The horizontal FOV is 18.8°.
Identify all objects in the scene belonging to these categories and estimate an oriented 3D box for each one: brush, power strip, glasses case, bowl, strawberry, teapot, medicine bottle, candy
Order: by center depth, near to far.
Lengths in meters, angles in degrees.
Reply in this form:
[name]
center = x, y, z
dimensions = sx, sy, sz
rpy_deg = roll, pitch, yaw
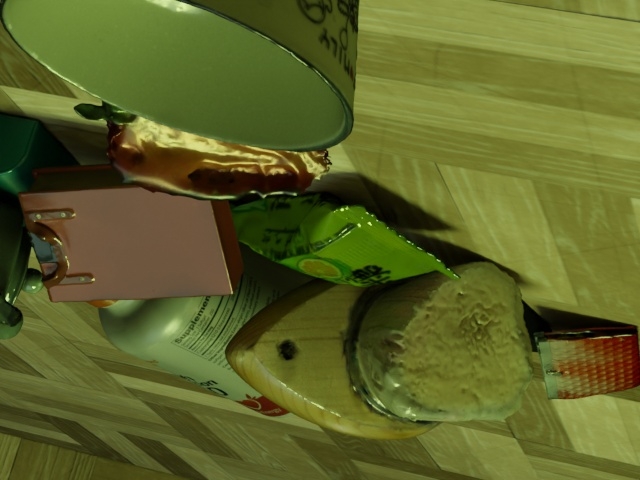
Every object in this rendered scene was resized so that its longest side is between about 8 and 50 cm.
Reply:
[bowl]
center = -0.077, -0.160, 1.235
dimensions = 0.238, 0.126, 0.238
rpy_deg = 15, 164, 4
[strawberry]
center = -0.093, -0.101, 1.517
dimensions = 0.192, 0.085, 0.140
rpy_deg = -7, 126, -1
[candy]
center = 0.000, 0.000, 1.806
dimensions = 0.149, 0.069, 0.246
rpy_deg = 26, 162, -38
[teapot]
center = -0.335, 0.027, 1.846
dimensions = 0.149, 0.162, 0.239
rpy_deg = 20, -161, -19
[brush]
center = 0.053, 0.106, 1.847
dimensions = 0.267, 0.174, 0.166
rpy_deg = -1, 176, -26
[glasses case]
center = -0.289, -0.044, 1.950
dimensions = 0.117, 0.070, 0.301
rpy_deg = 11, 165, 19
[power strip]
center = 0.198, 0.084, 1.958
dimensions = 0.038, 0.029, 0.111
rpy_deg = 6, 161, 33
[medicine bottle]
center = -0.120, 0.066, 1.982
dimensions = 0.289, 0.157, 0.157
rpy_deg = 28, 160, -34

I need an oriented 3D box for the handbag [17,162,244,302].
[handbag]
center = -0.178, -0.009, 1.801
dimensions = 0.190, 0.063, 0.127
rpy_deg = -4, 122, 15

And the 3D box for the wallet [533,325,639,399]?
[wallet]
center = 0.279, 0.126, 1.996
dimensions = 0.103, 0.020, 0.196
rpy_deg = -8, 158, 7
